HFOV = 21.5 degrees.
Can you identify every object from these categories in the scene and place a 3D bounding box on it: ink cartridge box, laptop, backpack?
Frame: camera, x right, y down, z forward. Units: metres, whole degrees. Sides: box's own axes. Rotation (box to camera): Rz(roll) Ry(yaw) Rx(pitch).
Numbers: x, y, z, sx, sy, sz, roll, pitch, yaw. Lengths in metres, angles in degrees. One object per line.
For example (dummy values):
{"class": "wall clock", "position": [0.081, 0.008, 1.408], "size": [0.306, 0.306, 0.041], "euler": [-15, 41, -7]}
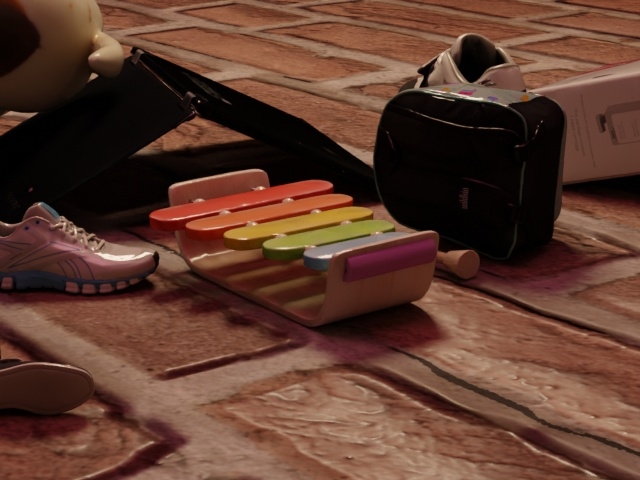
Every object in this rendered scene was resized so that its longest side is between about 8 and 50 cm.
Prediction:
{"class": "ink cartridge box", "position": [0.408, -0.149, 1.894], "size": [0.283, 0.117, 0.207], "euler": [-7, 9, 41]}
{"class": "laptop", "position": [-0.184, -0.077, 2.006], "size": [0.408, 0.236, 0.382], "euler": [22, 8, -22]}
{"class": "backpack", "position": [0.153, -0.080, 1.710], "size": [0.188, 0.165, 0.144], "euler": [12, 20, 31]}

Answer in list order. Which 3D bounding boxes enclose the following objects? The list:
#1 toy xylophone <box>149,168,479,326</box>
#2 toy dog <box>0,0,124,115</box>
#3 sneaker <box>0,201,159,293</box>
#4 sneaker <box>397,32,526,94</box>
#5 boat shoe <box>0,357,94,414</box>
{"class": "toy xylophone", "position": [0.000, 0.000, 1.612], "size": [0.236, 0.081, 0.323], "euler": [-16, 22, -39]}
{"class": "toy dog", "position": [-0.472, -0.250, 1.962], "size": [0.395, 0.284, 0.408], "euler": [35, 18, 26]}
{"class": "sneaker", "position": [-0.251, 0.005, 1.631], "size": [0.191, 0.082, 0.071], "euler": [1, 15, 5]}
{"class": "sneaker", "position": [0.188, -0.197, 2.144], "size": [0.122, 0.146, 0.330], "euler": [-10, 17, -19]}
{"class": "boat shoe", "position": [-0.239, 0.114, 1.331], "size": [0.125, 0.046, 0.038], "euler": [-9, 21, 5]}
